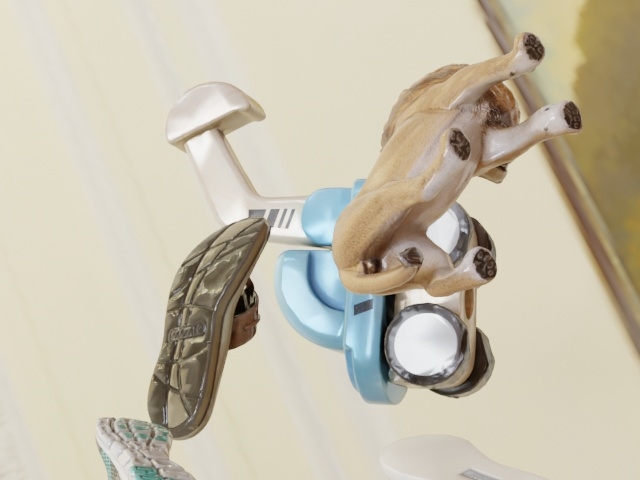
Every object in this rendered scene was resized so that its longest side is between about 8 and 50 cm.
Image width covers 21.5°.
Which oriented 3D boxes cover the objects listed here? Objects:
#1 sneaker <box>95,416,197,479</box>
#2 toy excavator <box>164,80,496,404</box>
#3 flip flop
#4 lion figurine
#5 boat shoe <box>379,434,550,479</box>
[{"bbox_3d":[-0.143,0.190,1.294,0.065,0.076,0.166,11,-165,-20],"label":"sneaker"},{"bbox_3d":[0.000,0.000,2.256,0.222,0.445,0.433,29,-118,-73],"label":"toy excavator"},{"bbox_3d":[-0.113,0.099,1.878,0.080,0.112,0.277,36,-124,-38],"label":"flip flop"},{"bbox_3d":[0.095,-0.052,1.538,0.142,0.240,0.392,55,-135,-10],"label":"lion figurine"},{"bbox_3d":[0.110,0.188,1.206,0.066,0.184,0.063,-24,-68,-36],"label":"boat shoe"}]
